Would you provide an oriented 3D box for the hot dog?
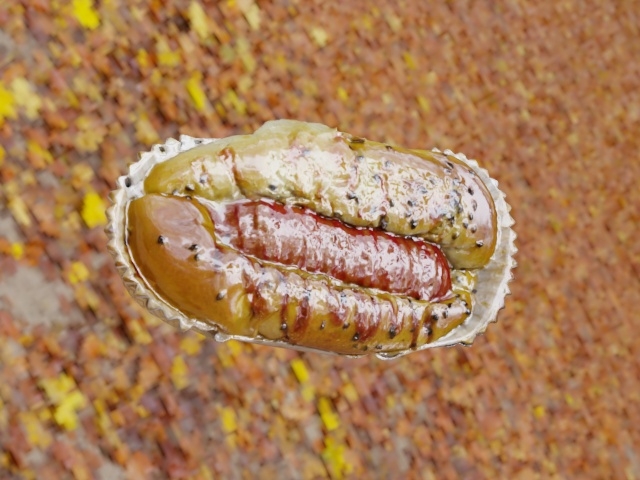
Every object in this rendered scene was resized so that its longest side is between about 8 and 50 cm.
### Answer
[{"bbox_3d":[0.000,0.000,0.585,0.192,0.053,0.099,4,67,-29],"label":"hot dog"}]
